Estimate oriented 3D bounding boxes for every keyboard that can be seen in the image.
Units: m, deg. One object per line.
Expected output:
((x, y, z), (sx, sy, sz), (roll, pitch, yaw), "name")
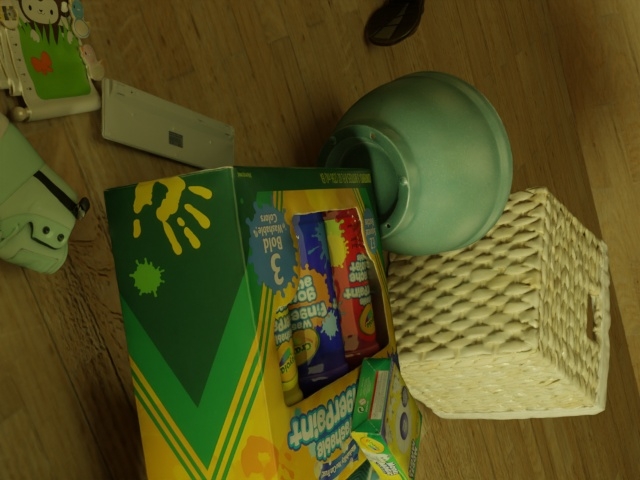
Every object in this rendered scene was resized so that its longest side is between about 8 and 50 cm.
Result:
((-0.185, -0.137, 1.099), (0.256, 0.014, 0.072), (13, 78, -59), "keyboard")

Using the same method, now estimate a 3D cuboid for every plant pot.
((0.117, -0.103, 1.332), (0.196, 0.293, 0.293), (-20, 100, -47), "plant pot")

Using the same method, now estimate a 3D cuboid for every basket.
((0.298, 0.116, 1.515), (0.266, 0.331, 0.329), (36, 54, -40), "basket")

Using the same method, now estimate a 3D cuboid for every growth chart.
((-0.312, -0.242, 0.937), (0.172, 0.021, 0.237), (-41, 117, -53), "growth chart")

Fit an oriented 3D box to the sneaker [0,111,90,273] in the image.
((-0.310, 0.011, 0.812), (0.151, 0.094, 0.256), (46, 45, -34), "sneaker")

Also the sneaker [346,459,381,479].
((0.059, 0.368, 1.308), (0.229, 0.087, 0.092), (-51, 127, -46), "sneaker")

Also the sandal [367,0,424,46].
((0.149, -0.416, 1.630), (0.219, 0.089, 0.060), (-69, 159, -46), "sandal")

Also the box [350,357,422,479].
((0.089, 0.236, 1.088), (0.179, 0.043, 0.105), (64, 31, -48), "box")

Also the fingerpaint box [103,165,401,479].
((-0.045, 0.102, 1.065), (0.444, 0.163, 0.372), (-9, 91, -68), "fingerpaint box")
